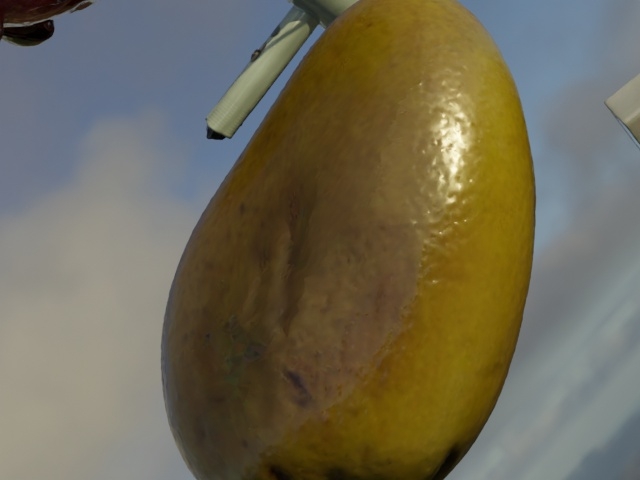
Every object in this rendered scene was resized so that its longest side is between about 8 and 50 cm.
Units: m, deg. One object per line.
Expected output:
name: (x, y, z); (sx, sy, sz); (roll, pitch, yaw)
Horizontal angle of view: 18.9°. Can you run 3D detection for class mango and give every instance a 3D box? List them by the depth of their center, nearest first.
mango: (0.028, 0.012, 1.509); (0.220, 0.301, 0.445); (28, -107, -46)

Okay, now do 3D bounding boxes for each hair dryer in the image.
hair dryer: (-0.036, -0.192, 2.035); (0.236, 0.131, 0.073); (-52, 22, 1)

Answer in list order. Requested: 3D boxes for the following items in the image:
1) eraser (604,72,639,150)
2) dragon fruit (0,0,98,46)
eraser: (0.378, -0.144, 1.757); (0.210, 0.124, 0.068); (-39, 33, 5)
dragon fruit: (-0.266, -0.302, 1.736); (0.307, 0.227, 0.243); (-50, -45, -19)
